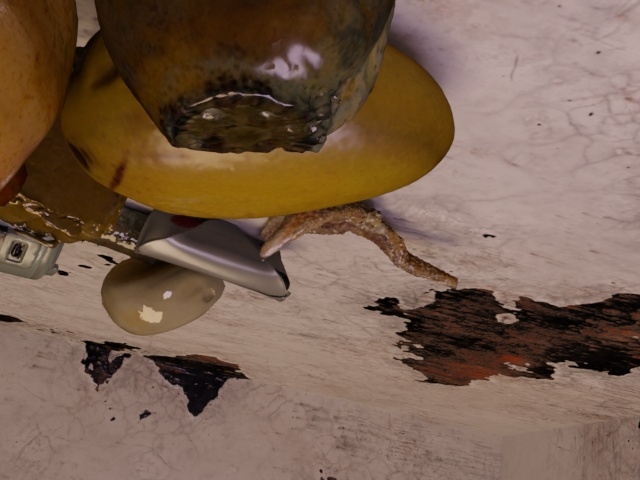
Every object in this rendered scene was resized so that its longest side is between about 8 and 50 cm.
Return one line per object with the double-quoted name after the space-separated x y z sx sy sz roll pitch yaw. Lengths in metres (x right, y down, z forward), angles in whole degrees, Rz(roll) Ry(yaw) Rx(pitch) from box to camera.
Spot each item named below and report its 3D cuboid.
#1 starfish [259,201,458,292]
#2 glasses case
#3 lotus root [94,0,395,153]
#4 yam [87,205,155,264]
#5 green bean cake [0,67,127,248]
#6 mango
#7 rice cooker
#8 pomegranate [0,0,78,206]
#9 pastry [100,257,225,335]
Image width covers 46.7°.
0.002 -0.012 1.244 0.383 0.132 0.398 9 176 28 "starfish"
-0.191 0.015 1.419 0.308 0.128 0.083 20 131 -23 "glasses case"
-0.066 -0.209 0.596 0.267 0.260 0.149 11 158 -1 "lotus root"
-0.426 -0.038 1.406 0.259 0.093 0.093 23 155 -28 "yam"
-0.374 -0.122 1.000 0.229 0.224 0.131 28 156 -34 "green bean cake"
-0.066 -0.134 0.848 0.445 0.221 0.301 8 156 -3 "mango"
-0.514 -0.065 1.182 0.227 0.241 0.280 19 124 -28 "rice cooker"
-0.416 -0.175 0.678 0.416 0.417 0.417 9 158 3 "pomegranate"
-0.321 0.095 1.521 0.264 0.265 0.133 -6 114 35 "pastry"
